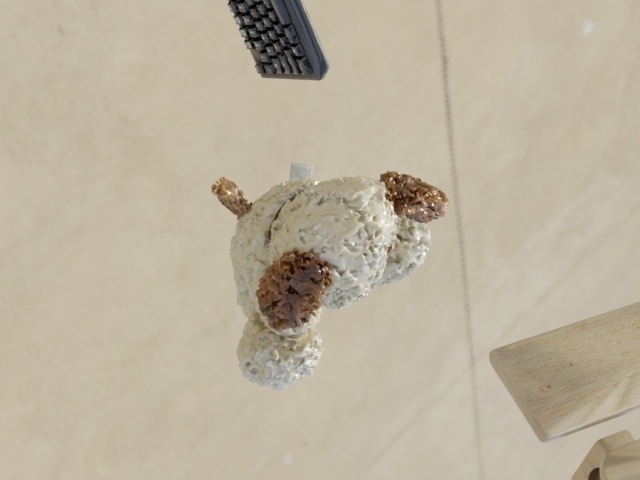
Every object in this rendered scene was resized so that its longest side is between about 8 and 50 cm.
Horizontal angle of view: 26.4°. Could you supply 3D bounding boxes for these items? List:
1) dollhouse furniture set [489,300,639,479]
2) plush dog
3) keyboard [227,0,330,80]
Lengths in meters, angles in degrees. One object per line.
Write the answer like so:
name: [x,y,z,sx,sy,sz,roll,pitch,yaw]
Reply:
dollhouse furniture set: [0.159,0.143,0.760,0.123,0.144,0.151,-14,146,-26]
plush dog: [0.000,0.000,1.370,0.262,0.211,0.225,-43,-170,-23]
keyboard: [-0.059,-0.188,0.898,0.023,0.108,0.180,-34,116,-23]
